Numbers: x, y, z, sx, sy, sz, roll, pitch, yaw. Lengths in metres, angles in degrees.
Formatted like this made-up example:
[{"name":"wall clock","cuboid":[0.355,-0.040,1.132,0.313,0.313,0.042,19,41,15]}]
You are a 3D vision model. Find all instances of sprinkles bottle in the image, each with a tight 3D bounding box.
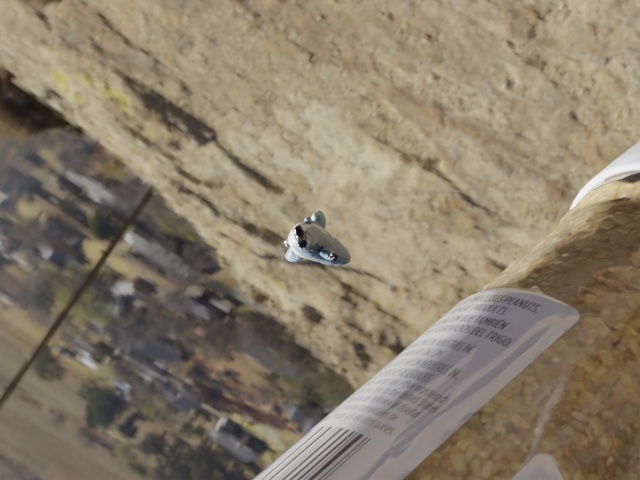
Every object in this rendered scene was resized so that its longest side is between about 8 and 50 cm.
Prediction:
[{"name":"sprinkles bottle","cuboid":[0.057,0.089,0.369,0.121,0.355,0.121,35,146,29]}]

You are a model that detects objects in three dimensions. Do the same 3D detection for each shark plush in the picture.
[{"name":"shark plush","cuboid":[0.000,0.000,1.282,0.067,0.073,0.161,36,172,10]}]
